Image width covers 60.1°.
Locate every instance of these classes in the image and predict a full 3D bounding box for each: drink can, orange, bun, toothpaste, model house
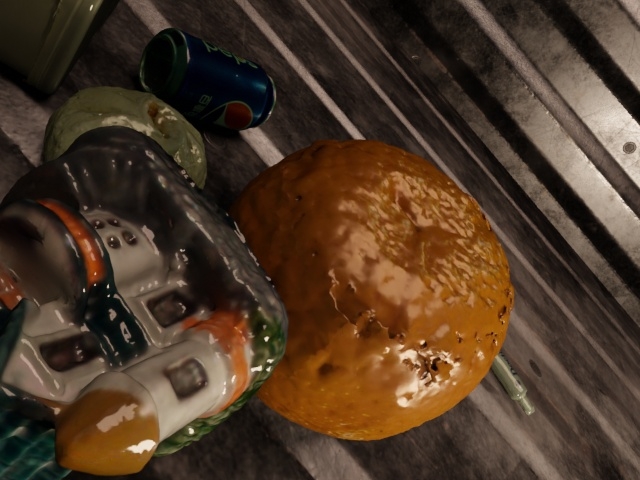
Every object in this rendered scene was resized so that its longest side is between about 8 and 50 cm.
[{"bbox_3d":[-0.171,-0.243,0.862,0.204,0.118,0.118,4,53,-51],"label":"drink can"},{"bbox_3d":[0.036,0.057,0.638,0.340,0.293,0.341,17,49,-21],"label":"orange"},{"bbox_3d":[-0.218,-0.101,0.643,0.195,0.118,0.196,32,38,-30],"label":"bun"},{"bbox_3d":[0.347,0.232,1.115,0.067,0.037,0.256,3,50,-52],"label":"toothpaste"},{"bbox_3d":[-0.198,0.059,0.383,0.271,0.190,0.301,53,23,6],"label":"model house"}]

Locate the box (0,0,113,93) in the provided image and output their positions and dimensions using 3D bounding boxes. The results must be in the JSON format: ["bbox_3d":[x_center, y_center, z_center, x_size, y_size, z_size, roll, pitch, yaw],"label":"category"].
[{"bbox_3d":[-0.407,-0.407,0.673,0.343,0.177,0.352,32,35,-27],"label":"box"}]

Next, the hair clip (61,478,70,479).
[{"bbox_3d":[-0.232,0.201,0.364,0.195,0.052,0.124,27,26,-43],"label":"hair clip"}]
